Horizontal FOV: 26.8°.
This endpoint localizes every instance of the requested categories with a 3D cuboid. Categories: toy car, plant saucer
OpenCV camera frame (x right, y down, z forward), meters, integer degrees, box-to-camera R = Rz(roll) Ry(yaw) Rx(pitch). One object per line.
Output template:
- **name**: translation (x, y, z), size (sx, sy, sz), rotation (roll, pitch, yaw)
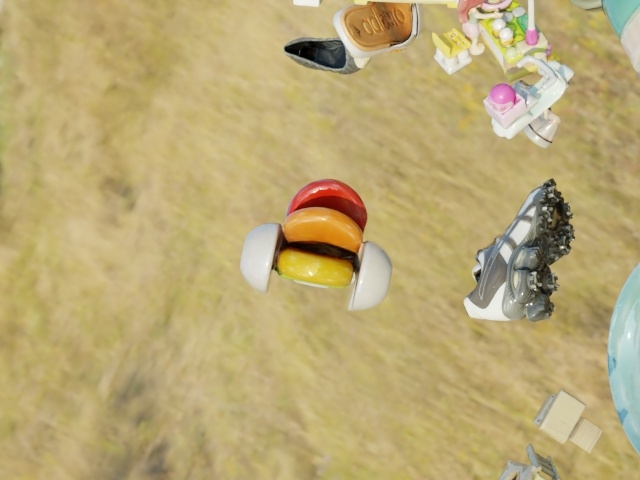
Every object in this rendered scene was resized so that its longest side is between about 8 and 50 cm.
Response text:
- **toy car**: translation (0.000, 0.000, 1.455), size (0.182, 0.159, 0.136), rotation (116, 165, -86)
- **plant saucer**: translation (0.483, 0.155, 1.700), size (0.317, 0.043, 0.318), rotation (-1, 88, 62)

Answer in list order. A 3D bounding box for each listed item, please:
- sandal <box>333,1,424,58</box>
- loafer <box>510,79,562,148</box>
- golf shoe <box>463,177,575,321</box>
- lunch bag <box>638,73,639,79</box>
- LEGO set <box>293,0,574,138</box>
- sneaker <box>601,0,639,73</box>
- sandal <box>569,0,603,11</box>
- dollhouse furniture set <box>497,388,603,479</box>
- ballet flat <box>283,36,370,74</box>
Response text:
- **sandal**: translation (0.105, -0.322, 1.935), size (0.076, 0.102, 0.265), rotation (-26, 8, 29)
- **loafer**: translation (0.239, -0.146, 1.470), size (0.039, 0.045, 0.125), rotation (-52, 24, 25)
- **golf shoe**: translation (0.196, 0.007, 1.347), size (0.094, 0.077, 0.198), rotation (-14, 27, 32)
- **lunch bag**: translation (0.642, -0.272, 2.005), size (0.327, 0.386, 0.239), rotation (-12, -4, 23)
- **LEGO set**: translation (0.092, -0.212, 1.090), size (0.132, 0.287, 0.107), rotation (-42, -29, -17)
- **sneaker**: translation (0.311, -0.264, 1.004), size (0.302, 0.108, 0.121), rotation (-48, 56, 39)
- **sandal**: translation (0.275, -0.340, 1.159), size (0.120, 0.086, 0.303), rotation (55, 136, 36)
- **dollhouse furniture set**: translation (0.326, 0.293, 1.600), size (0.161, 0.182, 0.101), rotation (-58, 6, -9)
- **ballet flat**: translation (0.012, -0.277, 2.007), size (0.173, 0.049, 0.057), rotation (7, 96, 49)
